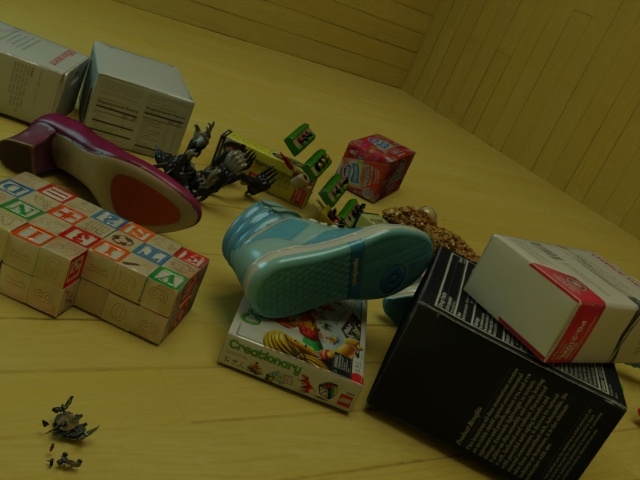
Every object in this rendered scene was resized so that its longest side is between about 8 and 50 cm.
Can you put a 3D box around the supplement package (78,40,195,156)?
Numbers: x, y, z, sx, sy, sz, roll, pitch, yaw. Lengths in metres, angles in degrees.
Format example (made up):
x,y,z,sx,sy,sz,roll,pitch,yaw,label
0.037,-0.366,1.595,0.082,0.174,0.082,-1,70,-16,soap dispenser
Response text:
x,y,z,sx,sy,sz,roll,pitch,yaw,label
-0.411,-0.309,1.602,0.204,0.145,0.262,14,22,-25,supplement package

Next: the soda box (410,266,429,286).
x,y,z,sx,sy,sz,roll,pitch,yaw,label
0.230,0.110,1.401,0.183,0.058,0.063,36,24,27,soda box

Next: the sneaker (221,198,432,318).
x,y,z,sx,sy,sz,roll,pitch,yaw,label
0.000,0.000,1.114,0.319,0.127,0.208,-7,32,-30,sneaker

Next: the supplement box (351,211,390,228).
x,y,z,sx,sy,sz,roll,pitch,yaw,label
0.106,-0.002,1.499,0.056,0.083,0.083,3,30,-41,supplement box

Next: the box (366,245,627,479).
x,y,z,sx,sy,sz,roll,pitch,yaw,label
0.255,0.179,1.082,0.294,0.182,0.296,28,20,7,box

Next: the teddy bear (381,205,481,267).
x,y,z,sx,sy,sz,roll,pitch,yaw,label
0.274,0.030,1.516,0.245,0.113,0.338,24,13,-42,teddy bear

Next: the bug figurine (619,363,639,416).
x,y,z,sx,sy,sz,roll,pitch,yaw,label
0.584,0.262,1.394,0.216,0.072,0.279,19,25,4,bug figurine

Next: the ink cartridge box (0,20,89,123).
x,y,z,sx,sy,sz,roll,pitch,yaw,label
-0.654,-0.356,1.476,0.306,0.131,0.226,21,20,-12,ink cartridge box

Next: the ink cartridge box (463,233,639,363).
x,y,z,sx,sy,sz,roll,pitch,yaw,label
0.350,0.084,1.019,0.237,0.100,0.172,8,26,-36,ink cartridge box

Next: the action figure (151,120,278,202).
x,y,z,sx,sy,sz,roll,pitch,yaw,label
-0.217,-0.154,1.447,0.164,0.141,0.276,48,27,24,action figure

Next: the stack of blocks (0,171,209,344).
x,y,z,sx,sy,sz,roll,pitch,yaw,label
-0.319,0.025,0.972,0.297,0.087,0.171,25,21,2,stack of blocks

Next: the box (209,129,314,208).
x,y,z,sx,sy,sz,roll,pitch,yaw,label
-0.124,-0.160,1.638,0.232,0.087,0.058,25,23,1,box

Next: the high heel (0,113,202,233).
x,y,z,sx,sy,sz,roll,pitch,yaw,label
-0.344,-0.132,1.254,0.377,0.127,0.181,24,31,10,high heel

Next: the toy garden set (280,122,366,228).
x,y,z,sx,sy,sz,roll,pitch,yaw,label
0.008,-0.124,1.557,0.244,0.049,0.204,56,29,-12,toy garden set

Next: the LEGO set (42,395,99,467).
x,y,z,sx,sy,sz,roll,pitch,yaw,label
-0.255,0.195,0.732,0.054,0.023,0.083,20,34,-6,LEGO set

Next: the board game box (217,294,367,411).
x,y,z,sx,sy,sz,roll,pitch,yaw,label
-0.028,0.122,1.098,0.193,0.053,0.305,22,21,-4,board game box

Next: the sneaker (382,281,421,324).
x,y,z,sx,sy,sz,roll,pitch,yaw,label
0.216,0.097,1.308,0.229,0.087,0.092,-5,40,-15,sneaker

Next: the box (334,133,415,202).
x,y,z,sx,sy,sz,roll,pitch,yaw,label
0.150,-0.201,1.972,0.128,0.122,0.257,28,21,14,box
